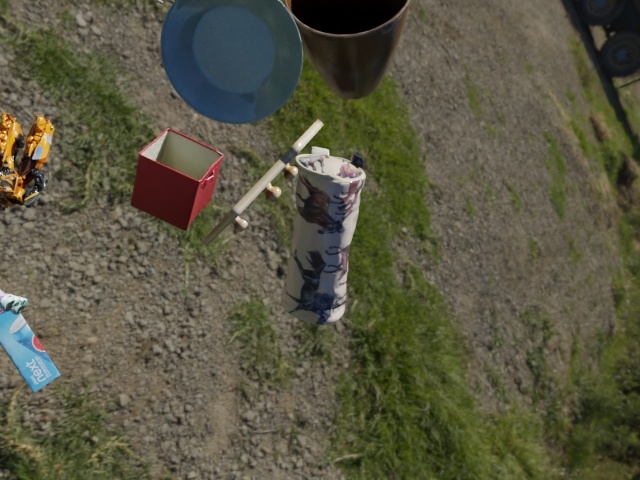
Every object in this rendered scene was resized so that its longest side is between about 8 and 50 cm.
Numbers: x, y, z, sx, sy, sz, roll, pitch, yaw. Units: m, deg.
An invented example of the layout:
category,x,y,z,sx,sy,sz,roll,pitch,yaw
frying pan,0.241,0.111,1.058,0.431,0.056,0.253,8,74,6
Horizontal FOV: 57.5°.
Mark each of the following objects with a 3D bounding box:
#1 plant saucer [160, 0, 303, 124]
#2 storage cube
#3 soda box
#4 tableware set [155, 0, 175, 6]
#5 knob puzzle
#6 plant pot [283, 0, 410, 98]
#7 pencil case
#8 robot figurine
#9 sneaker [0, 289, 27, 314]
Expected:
category,x,y,z,sx,sy,sz,roll,pitch,yaw
plant saucer,-0.120,-0.259,0.805,0.195,0.195,0.037,55,18,-21
storage cube,-0.426,-0.182,1.730,0.214,0.193,0.184,24,37,0
soda box,-0.708,0.252,1.384,0.071,0.067,0.210,-35,119,-30
tableware set,-0.266,-0.419,0.929,0.128,0.039,0.194,46,20,21
knob puzzle,-0.052,-0.072,0.692,0.030,0.213,0.213,43,38,-8
plant pot,0.056,-0.372,1.059,0.230,0.215,0.215,75,10,-66
pencil case,0.000,0.000,1.342,0.183,0.159,0.411,-83,180,-61
robot figurine,-0.873,-0.221,1.657,0.085,0.211,0.291,91,3,-65
sneaker,-0.633,0.115,1.165,0.069,0.098,0.038,29,74,1
